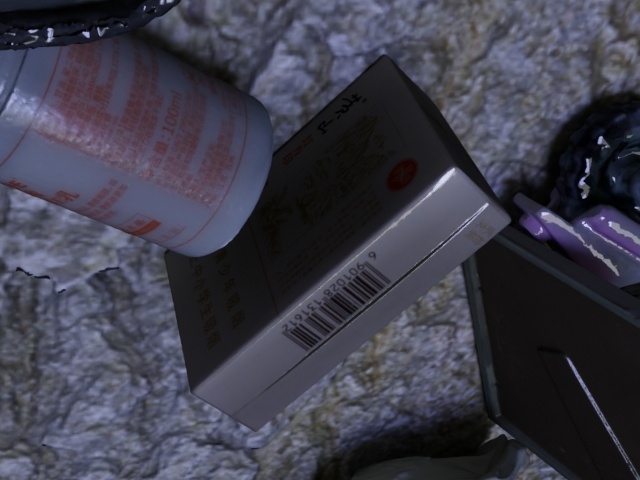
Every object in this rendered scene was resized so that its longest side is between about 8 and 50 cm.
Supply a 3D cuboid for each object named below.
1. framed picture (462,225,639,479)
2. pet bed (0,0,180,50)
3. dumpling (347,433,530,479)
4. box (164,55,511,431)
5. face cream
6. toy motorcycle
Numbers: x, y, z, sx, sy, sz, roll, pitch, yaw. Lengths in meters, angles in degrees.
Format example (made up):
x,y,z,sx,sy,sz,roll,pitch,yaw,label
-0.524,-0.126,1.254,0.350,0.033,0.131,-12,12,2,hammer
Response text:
x,y,z,sx,sy,sz,roll,pitch,yaw,label
0.178,0.104,0.754,0.023,0.189,0.260,-37,136,-20,framed picture
-0.112,-0.167,0.386,0.183,0.211,0.159,-25,131,-4,pet bed
0.076,0.255,0.878,0.258,0.147,0.193,-45,171,4,dumpling
0.000,0.000,0.623,0.201,0.141,0.058,-42,126,14,box
-0.149,-0.076,0.527,0.252,0.101,0.101,23,118,-35,face cream
0.253,0.059,0.758,0.188,0.143,0.327,-45,116,0,toy motorcycle
